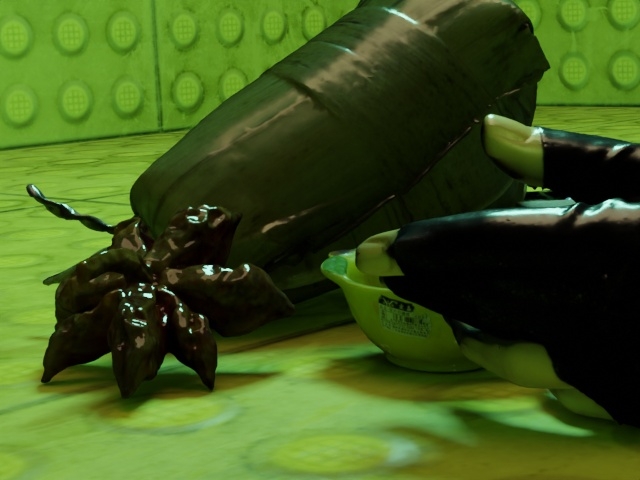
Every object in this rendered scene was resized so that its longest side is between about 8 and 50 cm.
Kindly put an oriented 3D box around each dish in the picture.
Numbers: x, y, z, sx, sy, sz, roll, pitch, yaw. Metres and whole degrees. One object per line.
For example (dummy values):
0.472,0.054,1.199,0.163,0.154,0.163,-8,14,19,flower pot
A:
0.089,0.054,1.102,0.208,0.080,0.149,7,17,43,dish

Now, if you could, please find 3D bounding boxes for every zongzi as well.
0.014,0.013,1.418,0.500,0.467,0.218,-37,55,-14,zongzi

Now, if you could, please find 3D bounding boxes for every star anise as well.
-0.127,0.040,1.103,0.196,0.111,0.212,-15,18,-20,star anise

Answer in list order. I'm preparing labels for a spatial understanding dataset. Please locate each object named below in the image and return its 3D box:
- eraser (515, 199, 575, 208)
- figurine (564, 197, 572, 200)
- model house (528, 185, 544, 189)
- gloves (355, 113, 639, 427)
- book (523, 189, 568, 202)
0.405,-0.004,1.379,0.397,0.082,0.213,-3,7,-5,eraser
0.314,-0.021,1.584,0.149,0.086,0.087,-15,-14,-6,figurine
0.157,-0.137,1.902,0.254,0.160,0.196,-4,8,0,model house
0.175,0.019,0.924,0.301,0.197,0.152,1,-1,16,gloves
0.191,-0.035,1.829,0.264,0.027,0.202,-3,8,-4,book
